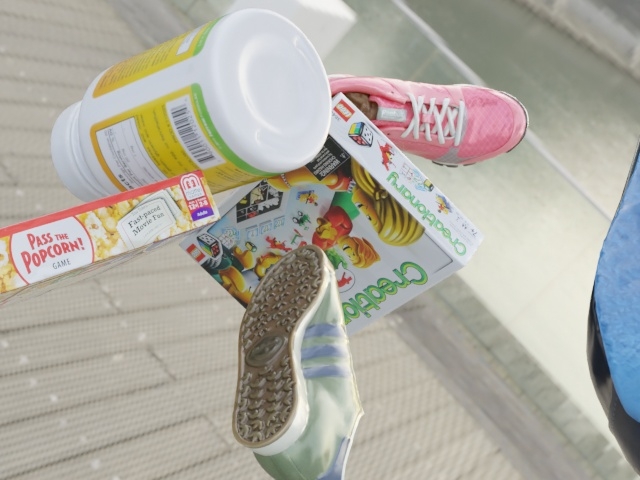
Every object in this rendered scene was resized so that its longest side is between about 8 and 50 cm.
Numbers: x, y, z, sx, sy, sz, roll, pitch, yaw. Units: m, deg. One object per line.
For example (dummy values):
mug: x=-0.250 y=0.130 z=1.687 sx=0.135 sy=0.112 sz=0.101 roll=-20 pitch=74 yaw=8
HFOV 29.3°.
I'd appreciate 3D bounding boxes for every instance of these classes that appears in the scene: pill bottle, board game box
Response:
pill bottle: x=-0.122 y=-0.102 z=1.059 sx=0.136 sy=0.245 sz=0.136 roll=15 pitch=69 yaw=-44
board game box: x=-0.193 y=0.009 z=0.920 sx=0.193 sy=0.146 sz=0.045 roll=-21 pitch=89 yaw=-42
board game box: x=0.000 y=0.000 z=1.230 sx=0.193 sy=0.305 sz=0.053 roll=44 pitch=52 yaw=-7

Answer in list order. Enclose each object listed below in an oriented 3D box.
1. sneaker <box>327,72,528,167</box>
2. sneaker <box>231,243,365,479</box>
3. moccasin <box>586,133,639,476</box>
sneaker: x=0.118 y=-0.157 z=1.630 sx=0.313 sy=0.116 sz=0.136 roll=6 pitch=7 yaw=9
sneaker: x=-0.008 y=0.092 z=0.808 sx=0.086 sy=0.064 sz=0.192 roll=55 pitch=24 yaw=-28
moccasin: x=0.201 y=-0.019 z=0.582 sx=0.137 sy=0.117 sz=0.342 roll=16 pitch=47 yaw=32
